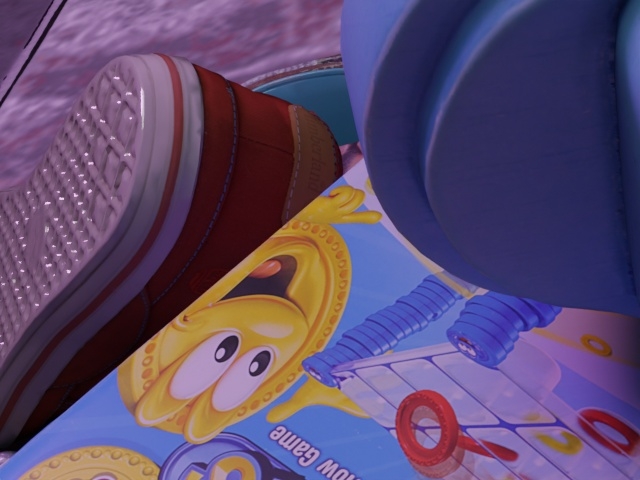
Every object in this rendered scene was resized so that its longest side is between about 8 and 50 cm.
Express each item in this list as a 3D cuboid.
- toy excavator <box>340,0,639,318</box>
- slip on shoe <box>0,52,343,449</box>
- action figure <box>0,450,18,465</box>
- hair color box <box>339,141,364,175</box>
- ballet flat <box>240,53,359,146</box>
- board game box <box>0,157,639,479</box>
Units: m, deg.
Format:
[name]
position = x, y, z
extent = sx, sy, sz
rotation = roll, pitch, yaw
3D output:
[toy excavator]
position = 0.234, -0.003, 0.459
extent = 0.433, 0.222, 0.445
rotation = -13, 58, 3
[slip on shoe]
position = -0.091, 0.019, 0.846
extent = 0.331, 0.101, 0.123
rotation = 141, 134, -57
[action figure]
position = -0.179, 0.139, 0.849
extent = 0.232, 0.063, 0.137
rotation = -23, 39, 15
[hair color box]
position = 0.000, 0.000, 0.934
extent = 0.167, 0.053, 0.093
rotation = -12, 31, 24
[ballet flat]
position = 0.044, -0.073, 1.008
extent = 0.221, 0.077, 0.079
rotation = -17, 12, 10
[board game box]
position = 0.090, 0.090, 0.587
extent = 0.302, 0.086, 0.308
rotation = -41, 49, -23
